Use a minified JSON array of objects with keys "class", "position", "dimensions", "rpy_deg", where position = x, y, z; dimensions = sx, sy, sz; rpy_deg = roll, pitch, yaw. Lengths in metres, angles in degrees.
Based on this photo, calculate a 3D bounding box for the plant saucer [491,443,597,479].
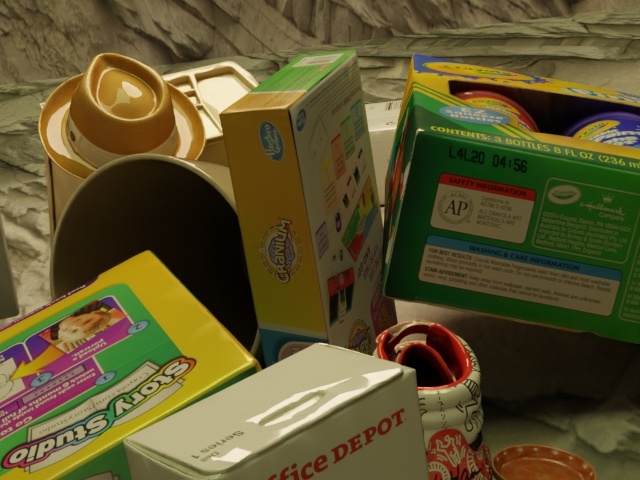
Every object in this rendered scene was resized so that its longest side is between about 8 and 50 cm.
[{"class":"plant saucer","position":[0.177,0.187,0.981],"dimensions":[0.083,0.013,0.083],"rpy_deg":[3,17,-1]}]

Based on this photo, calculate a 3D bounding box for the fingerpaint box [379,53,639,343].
[{"class":"fingerpaint box","position":[0.291,-0.041,1.199],"dimensions":[0.444,0.163,0.371],"rpy_deg":[11,19,1]}]

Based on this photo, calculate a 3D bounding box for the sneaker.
[{"class":"sneaker","position":[0.084,0.123,1.027],"dimensions":[0.090,0.145,0.270],"rpy_deg":[-10,18,-3]}]

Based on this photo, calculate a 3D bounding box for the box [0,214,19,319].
[{"class":"box","position":[-0.439,-0.055,1.318],"dimensions":[0.168,0.215,0.345],"rpy_deg":[-12,20,-15]}]

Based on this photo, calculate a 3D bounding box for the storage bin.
[{"class":"storage bin","position":[-0.190,-0.060,1.501],"dimensions":[0.260,0.262,0.123],"rpy_deg":[-17,50,-23]}]

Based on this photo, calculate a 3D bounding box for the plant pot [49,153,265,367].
[{"class":"plant pot","position":[-0.099,0.027,1.308],"dimensions":[0.256,0.257,0.274],"rpy_deg":[1,8,28]}]

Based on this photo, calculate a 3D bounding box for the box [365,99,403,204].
[{"class":"box","position":[0.139,-0.138,1.851],"dimensions":[0.181,0.119,0.182],"rpy_deg":[-6,19,9]}]

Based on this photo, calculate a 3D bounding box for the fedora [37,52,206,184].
[{"class":"fedora","position":[-0.215,-0.143,1.341],"dimensions":[0.194,0.079,0.194],"rpy_deg":[5,47,-5]}]

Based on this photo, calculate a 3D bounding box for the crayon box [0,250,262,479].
[{"class":"crayon box","position":[-0.234,0.171,0.977],"dimensions":[0.363,0.106,0.313],"rpy_deg":[-29,24,-12]}]

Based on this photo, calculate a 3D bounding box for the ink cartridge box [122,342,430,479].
[{"class":"ink cartridge box","position":[-0.013,0.192,0.741],"dimensions":[0.160,0.219,0.092],"rpy_deg":[-23,23,-37]}]

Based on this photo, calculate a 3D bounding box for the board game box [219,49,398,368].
[{"class":"board game box","position":[0.000,0.000,1.170],"dimensions":[0.064,0.317,0.242],"rpy_deg":[-4,18,18]}]
